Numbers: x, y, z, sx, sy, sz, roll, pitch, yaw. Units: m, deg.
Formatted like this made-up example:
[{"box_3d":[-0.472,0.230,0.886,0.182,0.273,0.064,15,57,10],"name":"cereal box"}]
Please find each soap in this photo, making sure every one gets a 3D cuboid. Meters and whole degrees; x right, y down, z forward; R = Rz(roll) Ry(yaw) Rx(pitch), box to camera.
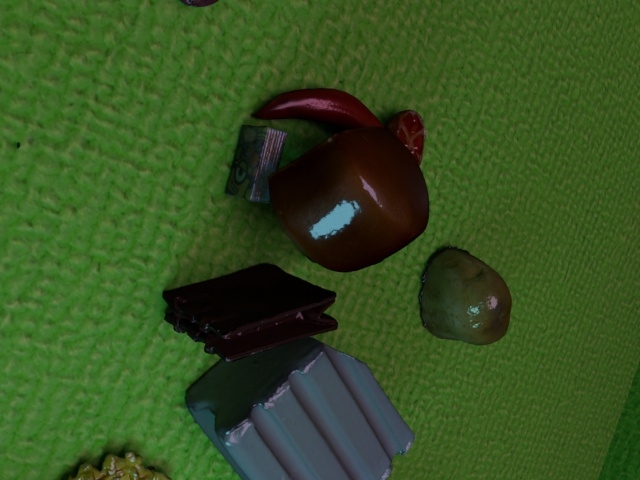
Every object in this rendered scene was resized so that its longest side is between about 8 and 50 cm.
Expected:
[{"box_3d":[-0.038,0.404,1.442,0.350,0.213,0.435,-43,124,-19],"name":"soap"}]

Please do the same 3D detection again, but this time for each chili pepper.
[{"box_3d":[0.030,-0.258,1.422,0.369,0.092,0.137,21,115,-36],"name":"chili pepper"}]

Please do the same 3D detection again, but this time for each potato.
[{"box_3d":[0.401,0.168,1.734,0.243,0.243,0.285,-21,116,-33],"name":"potato"}]

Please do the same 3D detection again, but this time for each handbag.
[{"box_3d":[-0.134,0.134,1.267,0.276,0.260,0.084,-11,110,-35],"name":"handbag"}]

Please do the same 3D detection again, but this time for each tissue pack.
[{"box_3d":[-0.127,-0.152,1.297,0.060,0.109,0.148,13,92,-38],"name":"tissue pack"}]

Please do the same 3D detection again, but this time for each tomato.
[{"box_3d":[0.188,-0.233,1.549,0.156,0.069,0.155,-14,107,-54],"name":"tomato"}]

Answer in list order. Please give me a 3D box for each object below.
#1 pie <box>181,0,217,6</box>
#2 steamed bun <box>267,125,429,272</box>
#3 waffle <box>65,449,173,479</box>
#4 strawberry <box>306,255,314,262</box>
[{"box_3d":[-0.221,-0.498,1.181,0.155,0.036,0.154,-11,107,-37],"name":"pie"},{"box_3d":[0.081,-0.077,1.306,0.248,0.235,0.379,61,23,2],"name":"steamed bun"},{"box_3d":[-0.415,0.549,1.281,0.262,0.060,0.280,39,75,-35],"name":"waffle"},{"box_3d":[0.001,0.001,1.454,0.106,0.106,0.106,-11,108,-36],"name":"strawberry"}]
